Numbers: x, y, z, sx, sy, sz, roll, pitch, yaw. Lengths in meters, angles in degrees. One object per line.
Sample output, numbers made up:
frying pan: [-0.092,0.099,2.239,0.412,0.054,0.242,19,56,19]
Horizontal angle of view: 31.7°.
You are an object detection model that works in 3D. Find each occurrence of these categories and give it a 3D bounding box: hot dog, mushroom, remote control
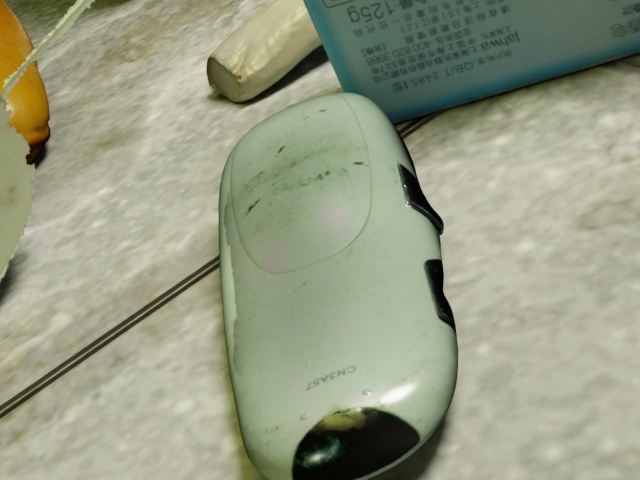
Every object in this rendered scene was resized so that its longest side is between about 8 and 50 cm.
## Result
hot dog: [-0.268,-0.118,0.790,0.135,0.100,0.337,-29,31,-6]
mushroom: [0.018,-0.145,0.670,0.202,0.054,0.059,-30,32,3]
remote control: [0.001,0.002,0.464,0.097,0.045,0.256,-24,33,7]

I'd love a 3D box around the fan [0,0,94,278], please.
fan: [-0.192,-0.062,0.627,0.190,0.009,0.329,35,82,32]

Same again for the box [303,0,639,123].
box: [0.102,-0.157,0.531,0.232,0.143,0.083,-15,32,18]
